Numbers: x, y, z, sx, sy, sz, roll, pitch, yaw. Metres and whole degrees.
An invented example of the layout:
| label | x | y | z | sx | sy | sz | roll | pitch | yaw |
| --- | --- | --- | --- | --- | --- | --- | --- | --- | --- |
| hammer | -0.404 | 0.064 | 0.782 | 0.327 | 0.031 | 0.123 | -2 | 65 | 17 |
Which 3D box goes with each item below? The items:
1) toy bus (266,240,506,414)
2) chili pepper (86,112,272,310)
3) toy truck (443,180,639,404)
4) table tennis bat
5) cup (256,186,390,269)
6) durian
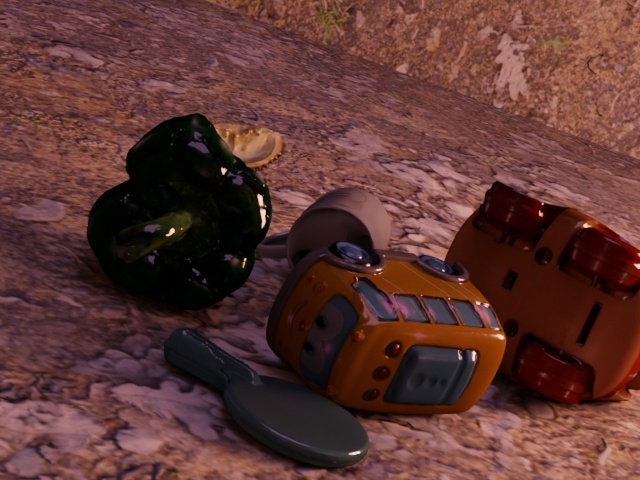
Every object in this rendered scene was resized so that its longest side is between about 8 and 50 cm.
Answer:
| label | x | y | z | sx | sy | sz | roll | pitch | yaw |
| --- | --- | --- | --- | --- | --- | --- | --- | --- | --- |
| toy bus | 0.067 | 0.089 | 1.302 | 0.209 | 0.126 | 0.136 | 8 | 27 | -36 |
| chili pepper | -0.133 | -0.016 | 1.356 | 0.165 | 0.174 | 0.261 | 42 | 9 | -15 |
| toy truck | 0.269 | 0.070 | 1.516 | 0.265 | 0.189 | 0.239 | 29 | 8 | 34 |
| table tennis bat | -0.048 | 0.130 | 1.189 | 0.201 | 0.033 | 0.124 | 29 | 16 | 23 |
| cup | 0.005 | -0.009 | 1.605 | 0.136 | 0.099 | 0.133 | 22 | 16 | 6 |
| durian | -0.108 | -0.121 | 1.928 | 0.130 | 0.066 | 0.052 | 4 | 19 | -17 |
